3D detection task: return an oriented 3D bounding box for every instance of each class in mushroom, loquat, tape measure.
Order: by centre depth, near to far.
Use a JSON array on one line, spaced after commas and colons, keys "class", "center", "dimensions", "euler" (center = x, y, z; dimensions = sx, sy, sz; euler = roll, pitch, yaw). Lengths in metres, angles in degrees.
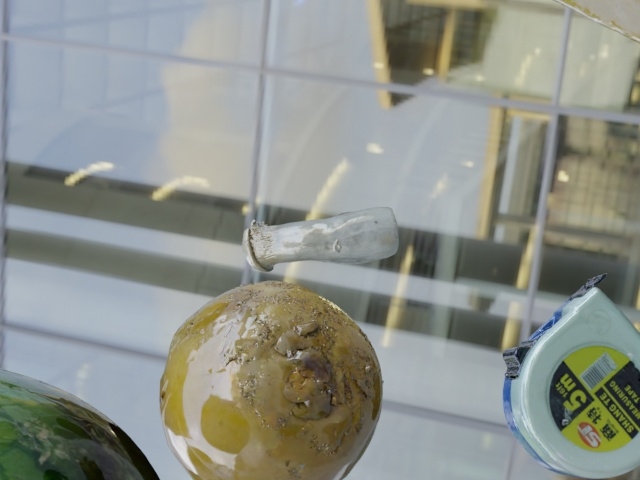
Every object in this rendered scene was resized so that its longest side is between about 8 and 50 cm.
[{"class": "loquat", "center": [-0.051, 0.155, 1.233], "dimensions": [0.235, 0.235, 0.235], "euler": [10, -90, -73]}, {"class": "tape measure", "center": [0.383, 0.238, 1.523], "dimensions": [0.215, 0.351, 0.098], "euler": [-41, -2, -12]}, {"class": "mushroom", "center": [-0.001, 0.001, 1.753], "dimensions": [0.092, 0.223, 0.081], "euler": [-104, 7, -82]}]

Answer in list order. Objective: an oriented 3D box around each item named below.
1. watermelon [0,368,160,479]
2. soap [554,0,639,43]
[{"class": "watermelon", "center": [-0.280, 0.260, 0.913], "dimensions": [0.363, 0.363, 0.363], "euler": [10, -90, -73]}, {"class": "soap", "center": [0.373, -0.269, 1.099], "dimensions": [0.259, 0.281, 0.143], "euler": [-32, -44, -20]}]
